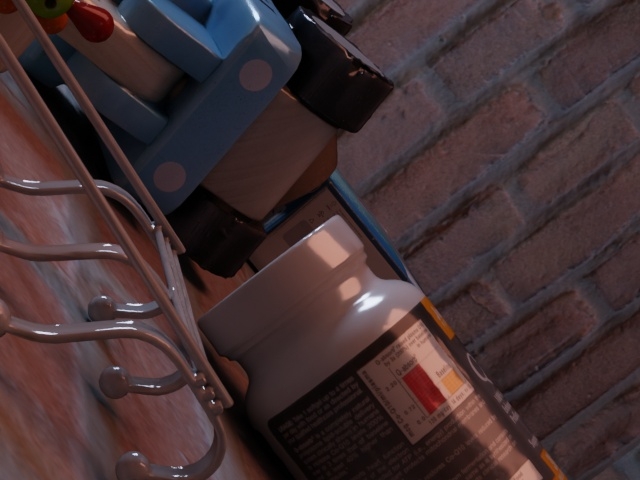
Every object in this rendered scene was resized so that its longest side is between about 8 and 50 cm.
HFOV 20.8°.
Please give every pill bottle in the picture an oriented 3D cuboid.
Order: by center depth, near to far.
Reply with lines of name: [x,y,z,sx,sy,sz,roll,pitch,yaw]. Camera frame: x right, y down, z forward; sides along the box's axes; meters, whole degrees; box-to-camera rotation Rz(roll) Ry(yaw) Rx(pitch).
pill bottle: [0.046,0.129,1.258,0.278,0.162,0.162,53,5,0]

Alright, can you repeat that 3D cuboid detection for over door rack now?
over door rack: [-0.148,-0.054,0.894,0.239,0.108,0.324,-120,-169,-67]

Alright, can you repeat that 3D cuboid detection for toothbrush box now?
toothbrush box: [0.000,0.000,1.982,0.216,0.126,0.295,51,4,-22]

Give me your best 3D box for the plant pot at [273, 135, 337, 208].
plant pot: [-0.085,-0.154,1.771,0.263,0.263,0.229,-114,-177,-70]

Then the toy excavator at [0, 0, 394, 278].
toy excavator: [-0.167,-0.164,1.371,0.445,0.222,0.433,34,14,-28]

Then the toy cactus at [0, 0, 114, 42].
toy cactus: [-0.203,-0.219,1.034,0.180,0.112,0.219,18,46,-42]
